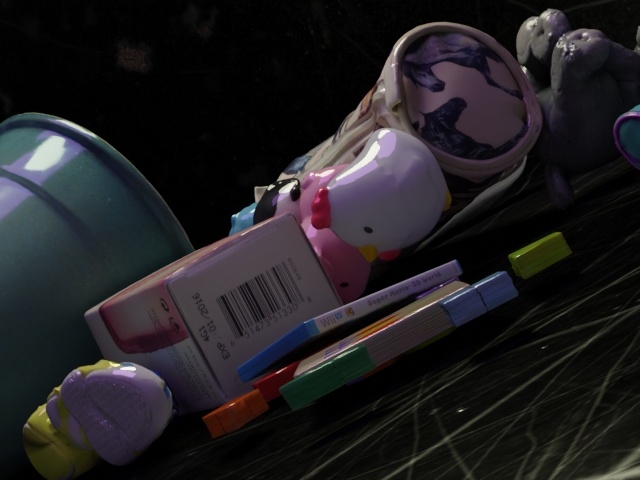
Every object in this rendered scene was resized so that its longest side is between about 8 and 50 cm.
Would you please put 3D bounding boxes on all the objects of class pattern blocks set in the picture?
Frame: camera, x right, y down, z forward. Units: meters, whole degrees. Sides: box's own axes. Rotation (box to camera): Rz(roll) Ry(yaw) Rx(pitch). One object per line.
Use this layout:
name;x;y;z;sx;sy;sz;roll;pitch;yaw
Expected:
pattern blocks set;0.050;0.070;1.300;0.285;0.026;0.325;-28;-1;9

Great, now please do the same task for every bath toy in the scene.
bath toy;0.000;0.000;1.742;0.129;0.151;0.348;-22;-4;-27

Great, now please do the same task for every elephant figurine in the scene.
elephant figurine;0.321;-0.153;1.786;0.239;0.186;0.169;-2;31;-19

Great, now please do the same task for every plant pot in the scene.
plant pot;-0.342;0.099;1.850;0.334;0.341;0.341;-40;10;-37

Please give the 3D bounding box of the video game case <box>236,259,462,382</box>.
video game case;0.024;0.066;1.484;0.166;0.015;0.119;-21;-9;-37

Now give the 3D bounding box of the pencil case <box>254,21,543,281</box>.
pencil case;0.075;-0.080;1.864;0.183;0.160;0.410;-5;-16;-20

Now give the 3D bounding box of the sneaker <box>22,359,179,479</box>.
sneaker;-0.166;0.136;1.568;0.126;0.091;0.240;-29;2;-36

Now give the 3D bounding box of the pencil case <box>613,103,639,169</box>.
pencil case;0.340;-0.116;1.670;0.151;0.064;0.070;-30;13;-33

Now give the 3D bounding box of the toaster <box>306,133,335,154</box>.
toaster;0.088;-0.074;2.272;0.185;0.168;0.110;-28;0;-34

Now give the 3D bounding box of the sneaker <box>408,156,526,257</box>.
sneaker;0.109;-0.029;2.140;0.290;0.106;0.123;-25;-14;-8

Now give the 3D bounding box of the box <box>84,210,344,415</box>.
box;-0.099;0.075;1.684;0.148;0.127;0.232;-30;4;-27
